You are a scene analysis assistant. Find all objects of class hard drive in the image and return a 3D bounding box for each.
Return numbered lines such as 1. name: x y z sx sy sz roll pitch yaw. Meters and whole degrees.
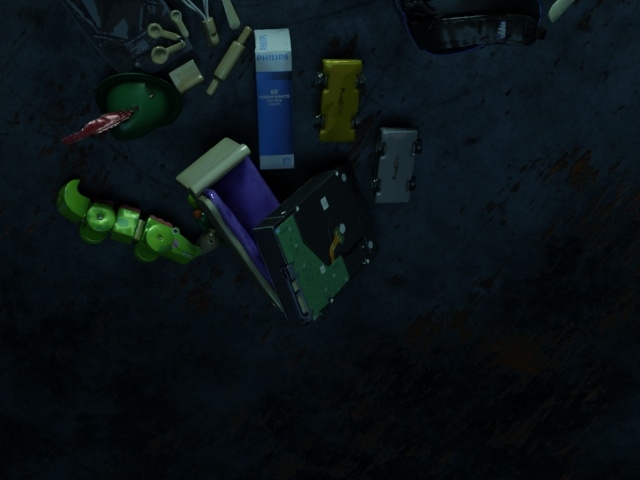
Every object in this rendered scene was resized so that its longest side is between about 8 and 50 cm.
1. hard drive: -0.389 -0.450 1.768 0.172 0.054 0.255 -29 122 13
2. hard drive: 0.000 0.000 1.914 0.064 0.339 0.237 -6 115 34

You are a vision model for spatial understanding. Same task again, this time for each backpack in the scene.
1. backpack: 0.269 -0.491 1.714 0.263 0.213 0.277 -20 116 -2

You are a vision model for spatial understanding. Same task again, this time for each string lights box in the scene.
1. string lights box: -0.097 -0.293 1.848 0.076 0.133 0.260 -2 123 -3

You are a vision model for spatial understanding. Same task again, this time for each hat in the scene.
1. hat: -0.390 -0.219 1.810 0.208 0.184 0.173 -1 146 1

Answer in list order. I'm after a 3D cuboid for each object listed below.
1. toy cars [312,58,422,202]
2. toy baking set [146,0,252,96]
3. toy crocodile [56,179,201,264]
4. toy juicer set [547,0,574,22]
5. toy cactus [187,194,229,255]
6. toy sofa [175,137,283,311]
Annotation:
1. toy cars: 0.100 -0.243 1.931 0.176 0.087 0.394 -35 122 16
2. toy baking set: -0.232 -0.416 1.779 0.196 0.030 0.256 35 92 -37
3. toy crocodile: -0.431 -0.031 2.007 0.340 0.105 0.115 21 157 -16
4. toy juicer set: 0.476 -0.621 1.728 0.209 0.089 0.329 -27 113 -3
5. toy cactus: -0.232 -0.030 2.038 0.219 0.112 0.180 31 133 -25
6. toy sofa: -0.134 -0.029 1.896 0.150 0.177 0.363 -40 123 -11
